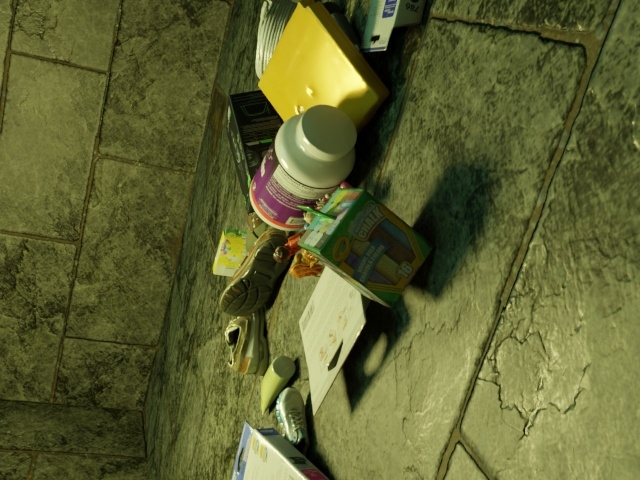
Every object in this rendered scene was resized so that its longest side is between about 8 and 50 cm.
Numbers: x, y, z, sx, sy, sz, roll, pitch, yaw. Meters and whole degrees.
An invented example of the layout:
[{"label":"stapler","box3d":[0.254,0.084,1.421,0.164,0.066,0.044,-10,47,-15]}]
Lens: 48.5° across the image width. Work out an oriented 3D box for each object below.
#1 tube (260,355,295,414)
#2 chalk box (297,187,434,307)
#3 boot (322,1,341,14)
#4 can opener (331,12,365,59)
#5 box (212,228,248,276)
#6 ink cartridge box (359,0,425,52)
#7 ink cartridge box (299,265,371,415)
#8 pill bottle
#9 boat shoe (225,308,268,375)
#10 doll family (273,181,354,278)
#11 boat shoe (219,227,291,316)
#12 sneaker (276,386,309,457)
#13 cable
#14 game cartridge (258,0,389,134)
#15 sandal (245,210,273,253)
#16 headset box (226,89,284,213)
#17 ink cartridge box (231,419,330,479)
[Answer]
[{"label":"tube","box3d":[-0.125,0.372,1.842,0.070,0.062,0.240,-44,-10,-34]},{"label":"chalk box","box3d":[0.058,-0.006,1.212,0.132,0.213,0.132,-53,19,-6]},{"label":"boot","box3d":[-0.031,-0.530,1.983,0.236,0.089,0.269,-70,19,-2]},{"label":"can opener","box3d":[0.046,-0.453,1.691,0.283,0.095,0.076,-109,34,-43]},{"label":"box","box3d":[-0.297,0.038,2.421,0.043,0.105,0.179,-112,37,-55]},{"label":"ink cartridge box","box3d":[0.168,-0.539,1.437,0.165,0.065,0.332,-140,63,-68]},{"label":"ink cartridge box","box3d":[0.044,0.167,1.440,0.261,0.066,0.296,-102,28,-46]},{"label":"pill bottle","box3d":[-0.037,-0.163,1.598,0.323,0.182,0.181,129,146,-57]},{"label":"boat shoe","box3d":[-0.226,0.271,2.104,0.302,0.103,0.113,-110,35,-55]},{"label":"doll family","box3d":[0.000,0.000,1.531,0.163,0.118,0.263,-43,-4,-39]},{"label":"boat shoe","box3d":[-0.178,0.090,2.036,0.324,0.123,0.119,-49,23,31]},{"label":"sneaker","box3d":[-0.052,0.426,1.605,0.083,0.071,0.190,-29,62,58]},{"label":"cable","box3d":[-0.128,-0.611,2.179,0.257,0.089,0.257,-64,-14,-72]},{"label":"game cartridge","box3d":[-0.002,-0.347,1.618,0.285,0.053,0.323,54,147,7]},{"label":"sandal","box3d":[-0.181,-0.098,2.137,0.120,0.086,0.302,19,98,48]},{"label":"headset box","box3d":[-0.165,-0.233,1.968,0.246,0.131,0.283,120,136,-72]},{"label":"ink cartridge box","box3d":[-0.090,0.535,1.533,0.311,0.065,0.185,22,104,52]}]
